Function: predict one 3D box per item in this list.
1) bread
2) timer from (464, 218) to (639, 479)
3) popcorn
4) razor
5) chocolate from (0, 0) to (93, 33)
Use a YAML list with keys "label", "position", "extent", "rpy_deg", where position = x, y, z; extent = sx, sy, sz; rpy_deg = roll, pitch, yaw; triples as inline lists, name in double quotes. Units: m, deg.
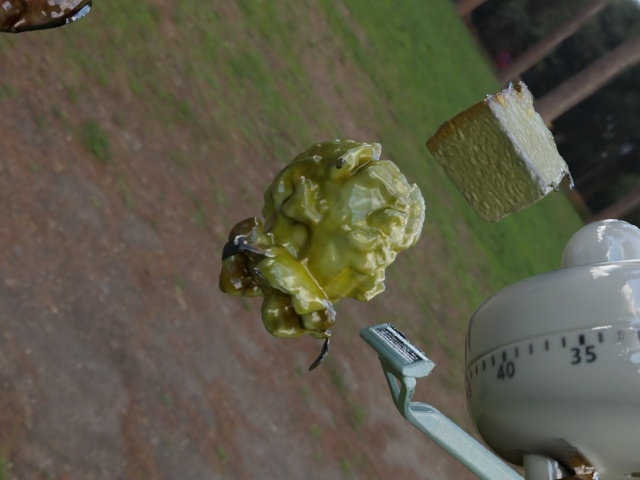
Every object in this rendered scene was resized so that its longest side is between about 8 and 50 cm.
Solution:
- label: "bread"
  position: [0.141, -0.067, 0.856]
  extent: [0.109, 0.080, 0.084]
  rpy_deg: [-32, 90, -34]
- label: "timer"
  position: [0.214, 0.071, 0.888]
  extent: [0.233, 0.233, 0.240]
  rpy_deg: [39, 48, -57]
- label: "popcorn"
  position: [0.009, 0.001, 1.239]
  extent: [0.168, 0.195, 0.173]
  rpy_deg: [11, -35, 33]
- label: "razor"
  position: [0.140, 0.196, 1.257]
  extent: [0.278, 0.056, 0.111]
  rpy_deg: [48, -4, -24]
- label: "chocolate"
  position: [-0.210, -0.213, 0.848]
  extent: [0.124, 0.127, 0.133]
  rpy_deg: [-36, 133, -44]
